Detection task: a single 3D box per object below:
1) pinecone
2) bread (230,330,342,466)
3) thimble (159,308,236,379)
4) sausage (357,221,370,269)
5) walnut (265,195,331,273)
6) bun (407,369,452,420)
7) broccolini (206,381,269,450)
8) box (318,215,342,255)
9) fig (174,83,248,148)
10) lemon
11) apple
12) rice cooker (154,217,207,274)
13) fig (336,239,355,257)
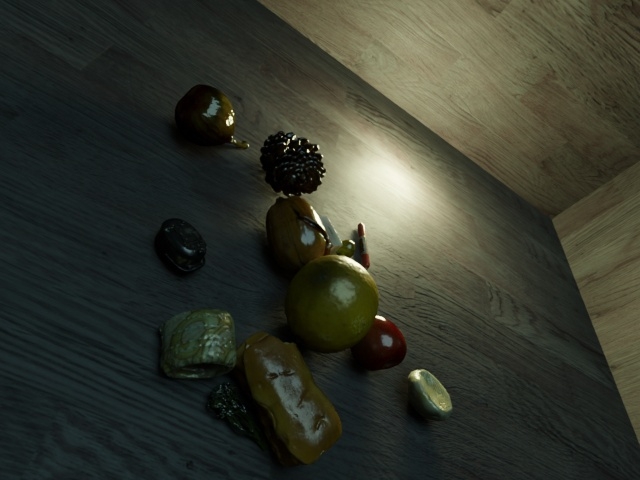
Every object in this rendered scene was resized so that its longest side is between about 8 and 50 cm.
[{"bbox_3d":[-0.117,-0.309,1.678,0.246,0.246,0.292,6,37,-38],"label":"pinecone"},{"bbox_3d":[-0.091,0.396,1.128,0.195,0.149,0.344,-13,65,-53],"label":"bread"},{"bbox_3d":[-0.307,0.258,1.081,0.190,0.137,0.143,0,54,-13],"label":"thimble"},{"bbox_3d":[0.179,0.020,1.801,0.034,0.034,0.253,20,44,-27],"label":"sausage"},{"bbox_3d":[-0.089,-0.036,1.490,0.209,0.209,0.336,5,46,-39],"label":"walnut"},{"bbox_3d":[0.350,0.526,1.450,0.183,0.102,0.183,38,21,-18],"label":"bun"},{"bbox_3d":[-0.191,0.435,1.082,0.203,0.068,0.091,41,19,-6],"label":"broccolini"},{"bbox_3d":[0.000,0.000,1.584,0.051,0.129,0.130,-8,62,-45],"label":"box"},{"bbox_3d":[-0.370,-0.417,1.604,0.321,0.217,0.217,30,36,-50],"label":"fig"},{"bbox_3d":[0.033,0.191,1.318,0.297,0.297,0.297,24,43,-24],"label":"lemon"},{"bbox_3d":[0.186,0.335,1.417,0.181,0.181,0.168,12,47,-34],"label":"apple"},{"bbox_3d":[-0.398,0.014,1.243,0.165,0.106,0.112,43,34,15],"label":"rice cooker"},{"bbox_3d":[0.092,0.032,1.687,0.088,0.074,0.074,1,53,-19],"label":"fig"}]
